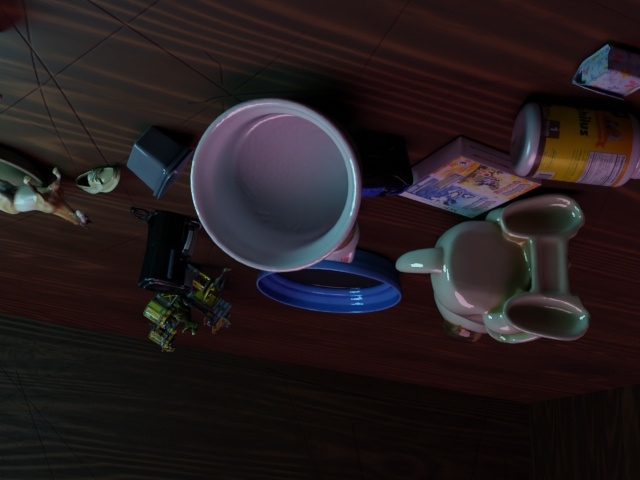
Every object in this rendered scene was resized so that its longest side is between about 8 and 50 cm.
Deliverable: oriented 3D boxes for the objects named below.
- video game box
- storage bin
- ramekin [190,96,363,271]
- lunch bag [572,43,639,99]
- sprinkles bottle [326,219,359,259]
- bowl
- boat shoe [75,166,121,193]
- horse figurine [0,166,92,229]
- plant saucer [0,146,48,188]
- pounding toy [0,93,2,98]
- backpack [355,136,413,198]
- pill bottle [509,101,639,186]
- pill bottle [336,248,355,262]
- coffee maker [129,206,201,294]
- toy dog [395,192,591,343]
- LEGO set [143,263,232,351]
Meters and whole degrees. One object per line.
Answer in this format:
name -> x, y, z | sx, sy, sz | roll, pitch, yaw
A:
video game box -> 0.276, -0.113, 1.384 | 0.187, 0.048, 0.205 | 13, 158, -24
storage bin -> -0.305, -0.156, 1.386 | 0.091, 0.098, 0.135 | 39, 152, -7
ramekin -> -0.059, -0.098, 1.203 | 0.277, 0.277, 0.135 | 1, -167, 13
lunch bag -> 0.409, -0.231, 1.032 | 0.071, 0.053, 0.083 | 13, 167, -14
sprinkles bottle -> -0.003, -0.075, 1.451 | 0.121, 0.121, 0.355 | 2, 158, 11
bowl -> 0.025, 0.107, 1.981 | 0.391, 0.077, 0.391 | 5, 159, 2
boat shoe -> -0.469, -0.128, 1.540 | 0.135, 0.050, 0.045 | -14, 157, 42
horse figurine -> -0.625, -0.098, 1.533 | 0.263, 0.066, 0.174 | 3, 153, 1
plant saucer -> -0.723, -0.147, 1.574 | 0.278, 0.041, 0.278 | 5, 160, 2
pounding toy -> -0.539, -0.289, 1.067 | 0.130, 0.100, 0.141 | 7, 159, -1
backpack -> 0.090, -0.119, 1.304 | 0.120, 0.098, 0.101 | -7, 163, -22
pill bottle -> 0.417, -0.148, 1.151 | 0.215, 0.117, 0.117 | 6, 159, -1
pill bottle -> 0.000, 0.000, 1.693 | 0.160, 0.087, 0.087 | 7, 159, -3
coffee maker -> -0.382, 0.031, 1.750 | 0.171, 0.178, 0.120 | 8, 158, -6
toy dog -> 0.362, 0.105, 1.585 | 0.395, 0.285, 0.408 | -8, 167, 1
LEGO set -> -0.367, 0.221, 2.131 | 0.192, 0.255, 0.331 | 32, 147, 6
